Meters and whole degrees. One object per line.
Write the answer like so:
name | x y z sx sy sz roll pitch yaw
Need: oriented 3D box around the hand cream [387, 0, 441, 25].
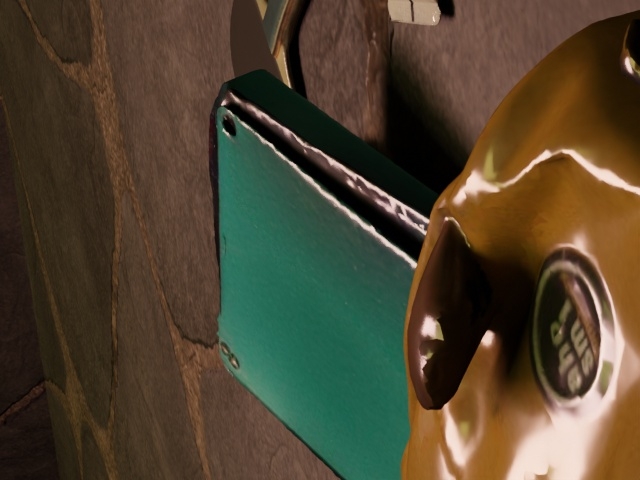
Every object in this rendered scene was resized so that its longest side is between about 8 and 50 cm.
hand cream | 0.029 -0.240 1.018 0.080 0.050 0.234 -154 48 -70

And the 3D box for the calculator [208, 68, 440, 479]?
calculator | 0.021 0.045 1.129 0.248 0.058 0.274 39 144 36

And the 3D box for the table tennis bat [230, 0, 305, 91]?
table tennis bat | -0.038 -0.145 1.368 0.274 0.021 0.154 113 141 -68

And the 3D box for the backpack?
backpack | 0.137 0.112 0.638 0.378 0.201 0.353 99 157 -47
